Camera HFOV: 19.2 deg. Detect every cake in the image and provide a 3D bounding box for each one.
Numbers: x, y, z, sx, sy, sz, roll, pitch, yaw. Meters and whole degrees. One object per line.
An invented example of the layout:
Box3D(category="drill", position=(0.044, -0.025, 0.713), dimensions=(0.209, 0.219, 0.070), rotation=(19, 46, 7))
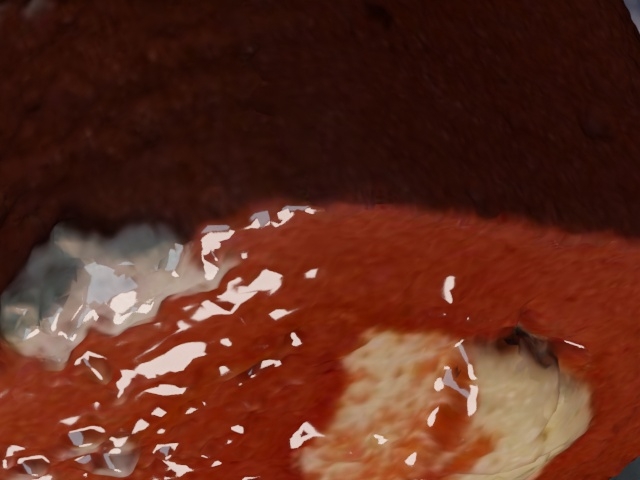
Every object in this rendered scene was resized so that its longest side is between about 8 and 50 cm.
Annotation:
Box3D(category="cake", position=(0.000, 0.000, 0.535), dimensions=(0.283, 0.150, 0.177), rotation=(6, 144, -35))

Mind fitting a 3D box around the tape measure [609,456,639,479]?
Box3D(category="tape measure", position=(0.079, 0.173, 0.700), dimensions=(0.125, 0.243, 0.246), rotation=(18, 126, -16))
